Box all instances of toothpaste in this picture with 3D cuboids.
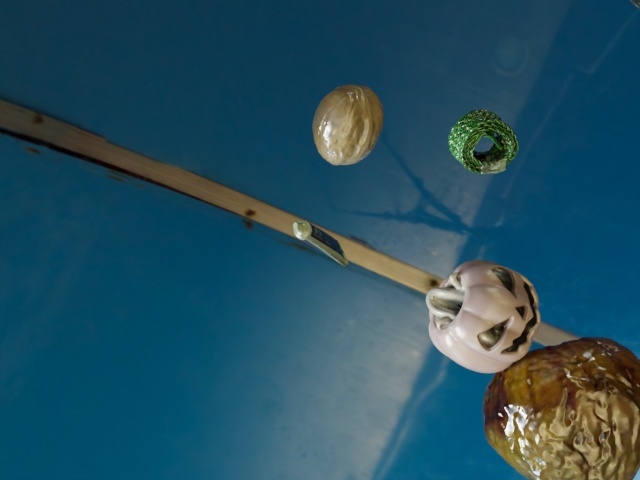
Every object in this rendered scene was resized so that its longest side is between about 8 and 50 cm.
[{"bbox_3d":[0.000,0.000,0.931,0.021,0.037,0.140,-26,-23,15],"label":"toothpaste"}]

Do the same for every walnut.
[{"bbox_3d":[0.053,-0.225,1.582,0.140,0.140,0.162,4,-43,-27],"label":"walnut"}]

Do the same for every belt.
[{"bbox_3d":[0.332,-0.203,1.666,0.151,0.079,0.121,17,-66,-32],"label":"belt"}]

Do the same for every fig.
[{"bbox_3d":[0.435,0.342,1.291,0.286,0.286,0.369,-14,-114,-22],"label":"fig"}]

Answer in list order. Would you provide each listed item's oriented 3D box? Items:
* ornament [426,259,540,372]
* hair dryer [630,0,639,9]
[{"bbox_3d":[0.250,0.116,1.278,0.177,0.177,0.177,-7,-74,-24],"label":"ornament"},{"bbox_3d":[0.797,-0.514,1.597,0.303,0.359,0.120,24,-99,1],"label":"hair dryer"}]
